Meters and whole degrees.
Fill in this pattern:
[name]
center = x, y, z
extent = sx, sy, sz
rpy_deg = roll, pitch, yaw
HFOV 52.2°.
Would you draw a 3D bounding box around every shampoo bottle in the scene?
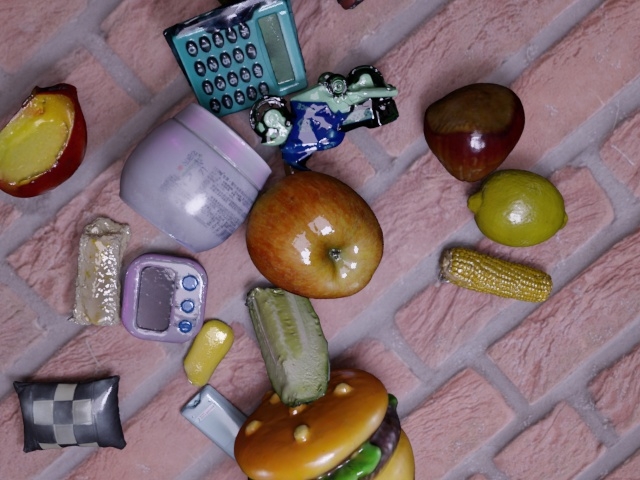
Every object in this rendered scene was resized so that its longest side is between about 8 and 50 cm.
[shampoo bottle]
center = -0.266, -0.132, 1.400
extent = 0.273, 0.273, 0.266
rpy_deg = 40, 84, -10

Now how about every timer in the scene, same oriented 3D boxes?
[timer]
center = -0.365, 0.133, 1.538
extent = 0.191, 0.069, 0.208
rpy_deg = 8, 100, -7

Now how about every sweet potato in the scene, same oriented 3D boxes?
[sweet potato]
center = -0.065, -0.177, 1.529
extent = 0.044, 0.044, 0.179
rpy_deg = -2, 93, -5

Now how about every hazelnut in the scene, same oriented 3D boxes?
[hazelnut]
center = 0.355, -0.246, 1.483
extent = 0.230, 0.229, 0.229
rpy_deg = -1, 100, -5

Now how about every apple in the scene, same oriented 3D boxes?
[apple]
center = 0.000, 0.000, 1.429
extent = 0.309, 0.250, 0.277
rpy_deg = -7, 127, -44

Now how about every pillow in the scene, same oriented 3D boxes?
[pillow]
center = -0.590, 0.410, 1.546
extent = 0.250, 0.106, 0.185
rpy_deg = -2, 99, -1

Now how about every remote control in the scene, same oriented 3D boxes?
[remote control]
center = -0.210, 0.489, 1.624
extent = 0.103, 0.051, 0.293
rpy_deg = -45, 100, 4

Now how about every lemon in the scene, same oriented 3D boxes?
[lemon]
center = 0.468, -0.073, 1.528
extent = 0.249, 0.184, 0.184
rpy_deg = 10, 99, -6

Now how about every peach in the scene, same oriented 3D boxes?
[peach]
center = -0.589, -0.208, 1.416
extent = 0.159, 0.154, 0.267
rpy_deg = 37, 85, -1

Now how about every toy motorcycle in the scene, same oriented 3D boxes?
[toy motorcycle]
center = 0.014, -0.267, 1.459
extent = 0.331, 0.125, 0.196
rpy_deg = -20, 110, -9

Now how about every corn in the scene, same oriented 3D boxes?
[corn]
center = 0.431, 0.091, 1.592
extent = 0.293, 0.106, 0.106
rpy_deg = 15, 98, -7

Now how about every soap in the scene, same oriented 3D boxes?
[soap]
center = -0.277, 0.271, 1.588
extent = 0.089, 0.033, 0.168
rpy_deg = 34, 95, -8

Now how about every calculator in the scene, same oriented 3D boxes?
[calculator]
center = -0.171, -0.395, 1.409
extent = 0.274, 0.058, 0.248
rpy_deg = -20, 136, -2

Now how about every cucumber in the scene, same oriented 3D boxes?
[cucumber]
center = -0.065, 0.246, 1.476
extent = 0.145, 0.325, 0.105
rpy_deg = -4, 134, -21

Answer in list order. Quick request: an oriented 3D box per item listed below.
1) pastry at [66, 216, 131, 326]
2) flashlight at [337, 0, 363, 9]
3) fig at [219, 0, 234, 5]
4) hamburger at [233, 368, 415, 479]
[pastry]
center = -0.504, 0.078, 1.510
extent = 0.122, 0.089, 0.258
rpy_deg = 9, 102, -20
[flashlight]
center = 0.022, -0.626, 1.441
extent = 0.093, 0.093, 0.232
rpy_deg = -36, 96, 1
[fig]
center = -0.142, -0.612, 1.417
extent = 0.152, 0.151, 0.259
rpy_deg = 23, 72, -9
[hamburger]
center = 0.014, 0.460, 1.475
extent = 0.396, 0.396, 0.277
rpy_deg = -24, 103, -1
